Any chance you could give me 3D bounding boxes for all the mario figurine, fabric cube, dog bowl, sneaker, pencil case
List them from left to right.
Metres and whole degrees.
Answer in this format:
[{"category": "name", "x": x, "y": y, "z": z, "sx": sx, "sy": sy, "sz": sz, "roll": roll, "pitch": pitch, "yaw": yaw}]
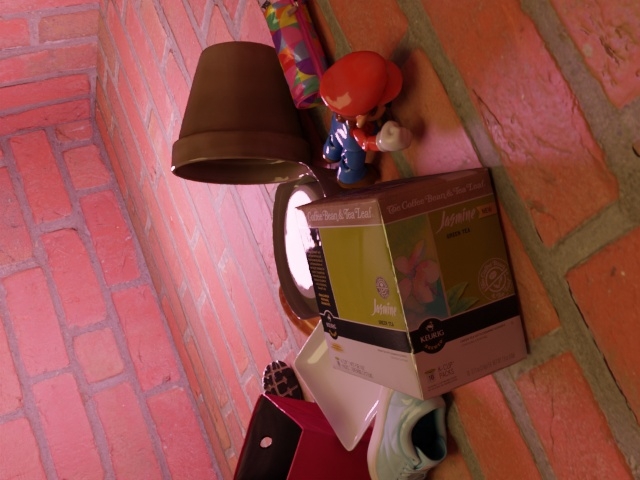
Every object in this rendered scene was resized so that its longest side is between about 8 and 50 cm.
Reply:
[{"category": "sneaker", "x": -0.105, "y": 0.496, "z": 2.355, "sx": 0.110, "sy": 0.107, "sz": 0.275, "roll": 127, "pitch": 124, "yaw": -73}, {"category": "pencil case", "x": -0.042, "y": -0.393, "z": 1.632, "sx": 0.104, "sy": 0.104, "sz": 0.236, "roll": -31, "pitch": 77, "yaw": 66}, {"category": "fabric cube", "x": -0.024, "y": 0.537, "z": 1.882, "sx": 0.259, "sy": 0.258, "sz": 0.254, "roll": 20, "pitch": 94, "yaw": 61}, {"category": "dog bowl", "x": 0.000, "y": 0.000, "z": 1.721, "sx": 0.348, "sy": 0.102, "sz": 0.349, "roll": 174, "pitch": 90, "yaw": -66}, {"category": "mario figurine", "x": 0.093, "y": -0.229, "z": 1.455, "sx": 0.198, "sy": 0.170, "sz": 0.320, "roll": 28, "pitch": 155, "yaw": 9}, {"category": "sneaker", "x": 0.186, "y": 0.434, "z": 1.609, "sx": 0.150, "sy": 0.135, "sz": 0.366, "roll": 45, "pitch": 146, "yaw": 51}]

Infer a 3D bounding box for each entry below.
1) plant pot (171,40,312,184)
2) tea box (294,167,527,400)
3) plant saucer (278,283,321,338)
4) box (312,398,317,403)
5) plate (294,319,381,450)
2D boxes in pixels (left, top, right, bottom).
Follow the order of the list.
[{"category": "plant pot", "x": -0.178, "y": -0.289, "z": 1.802, "sx": 0.323, "sy": 0.323, "sz": 0.281, "roll": 163, "pitch": 108, "yaw": -67}, {"category": "tea box", "x": 0.143, "y": 0.062, "z": 1.353, "sx": 0.329, "sy": 0.220, "sz": 0.324, "roll": 2, "pitch": 107, "yaw": 66}, {"category": "plant saucer", "x": -0.022, "y": 0.170, "z": 1.958, "sx": 0.200, "sy": 0.037, "sz": 0.200, "roll": 31, "pitch": 142, "yaw": 28}, {"category": "box", "x": -0.013, "y": 0.552, "z": 2.166, "sx": 0.145, "sy": 0.038, "sz": 0.186, "roll": 108, "pitch": 164, "yaw": -53}, {"category": "plate", "x": 0.075, "y": 0.275, "z": 1.755, "sx": 0.277, "sy": 0.045, "sz": 0.278, "roll": 52, "pitch": 121, "yaw": 39}]
